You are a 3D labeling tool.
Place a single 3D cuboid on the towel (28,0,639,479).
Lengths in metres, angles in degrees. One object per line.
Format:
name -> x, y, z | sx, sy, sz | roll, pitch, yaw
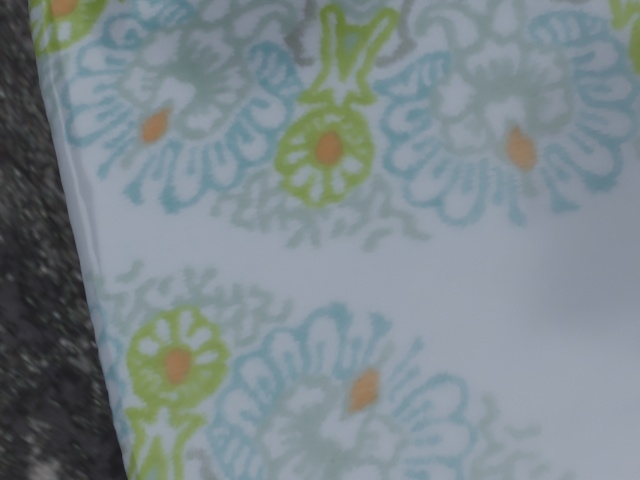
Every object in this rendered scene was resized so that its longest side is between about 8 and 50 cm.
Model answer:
towel -> 0.059, -0.015, 0.798 | 0.321, 0.090, 0.374 | -19, 67, 8
